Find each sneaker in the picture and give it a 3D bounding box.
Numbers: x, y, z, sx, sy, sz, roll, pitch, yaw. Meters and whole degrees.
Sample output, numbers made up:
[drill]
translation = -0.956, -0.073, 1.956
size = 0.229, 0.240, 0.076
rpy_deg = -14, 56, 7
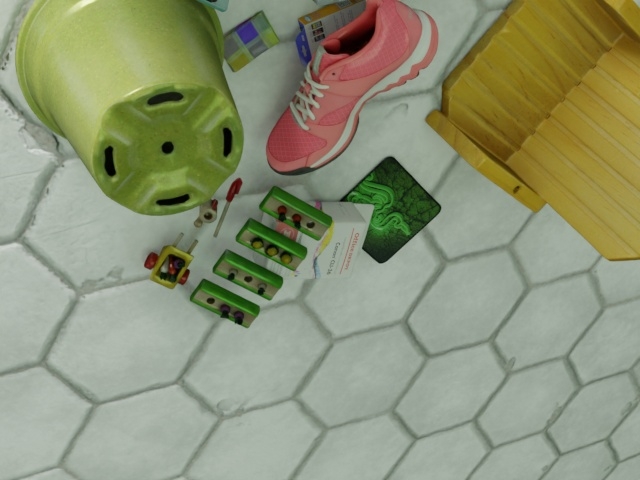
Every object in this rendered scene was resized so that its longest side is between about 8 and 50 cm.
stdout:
[sneaker]
translation = 0.014, -0.225, 1.328
size = 0.314, 0.116, 0.136
rpy_deg = -44, 145, 18

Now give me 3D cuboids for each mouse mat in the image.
[mouse mat]
translation = 0.113, -0.048, 1.628
size = 0.152, 0.007, 0.190
rpy_deg = -43, 133, 8

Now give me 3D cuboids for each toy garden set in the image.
[toy garden set]
translation = -0.133, 0.018, 1.452
size = 0.204, 0.049, 0.244
rpy_deg = 28, 116, -21

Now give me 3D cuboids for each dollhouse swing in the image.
[dollhouse swing]
translation = 0.424, -0.186, 1.485
size = 0.315, 0.305, 0.347
rpy_deg = 28, 110, -42

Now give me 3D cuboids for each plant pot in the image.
[plant pot]
translation = -0.216, -0.171, 1.163
size = 0.276, 0.254, 0.276
rpy_deg = -13, 129, -17

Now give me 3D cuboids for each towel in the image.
[towel]
translation = -0.102, -0.276, 1.321
size = 0.083, 0.009, 0.060
rpy_deg = -34, 134, -1

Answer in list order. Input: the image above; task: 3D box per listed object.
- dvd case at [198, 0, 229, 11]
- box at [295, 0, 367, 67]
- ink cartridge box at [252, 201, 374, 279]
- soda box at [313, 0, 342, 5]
[dvd case]
translation = -0.144, -0.357, 1.183
size = 0.087, 0.013, 0.119
rpy_deg = 17, 76, -38
[box]
translation = 0.026, -0.301, 1.363
size = 0.136, 0.028, 0.081
rpy_deg = -23, 133, -9
[ink cartridge box]
translation = 0.000, 0.000, 1.553
size = 0.198, 0.067, 0.115
rpy_deg = -1, 125, -25
[soda box]
translation = 0.105, -0.401, 1.278
size = 0.286, 0.098, 0.091
rpy_deg = -15, 133, -18
